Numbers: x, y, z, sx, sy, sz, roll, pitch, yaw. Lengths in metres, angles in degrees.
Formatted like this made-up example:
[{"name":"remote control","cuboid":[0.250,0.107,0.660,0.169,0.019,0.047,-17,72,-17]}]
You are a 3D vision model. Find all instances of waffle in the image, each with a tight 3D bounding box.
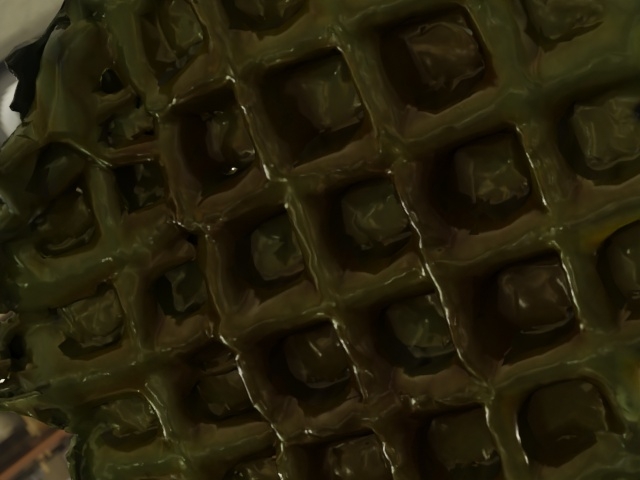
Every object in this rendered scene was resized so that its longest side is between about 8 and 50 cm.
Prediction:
[{"name":"waffle","cuboid":[0.011,0.005,0.445,0.317,0.297,0.073,-69,172,23]}]
